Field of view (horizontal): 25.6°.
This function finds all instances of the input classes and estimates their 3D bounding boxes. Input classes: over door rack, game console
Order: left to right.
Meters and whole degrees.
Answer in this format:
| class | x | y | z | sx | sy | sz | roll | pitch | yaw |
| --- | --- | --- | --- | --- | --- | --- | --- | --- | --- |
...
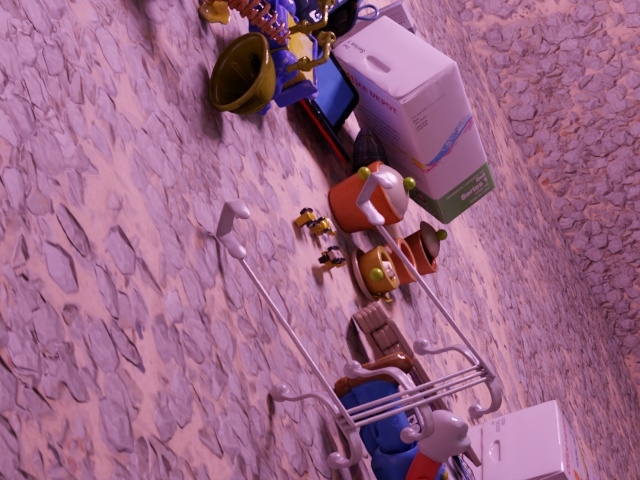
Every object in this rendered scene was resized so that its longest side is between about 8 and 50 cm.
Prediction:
| class | x | y | z | sx | sy | sz | roll | pitch | yaw |
| --- | --- | --- | --- | --- | --- | --- | --- | --- | --- |
| game console | 0.019 | -0.209 | 2.116 | 0.144 | 0.085 | 0.124 | 52 | 3 | -41 |
| over door rack | 0.038 | 0.092 | 1.629 | 0.239 | 0.108 | 0.324 | -14 | 68 | -38 |

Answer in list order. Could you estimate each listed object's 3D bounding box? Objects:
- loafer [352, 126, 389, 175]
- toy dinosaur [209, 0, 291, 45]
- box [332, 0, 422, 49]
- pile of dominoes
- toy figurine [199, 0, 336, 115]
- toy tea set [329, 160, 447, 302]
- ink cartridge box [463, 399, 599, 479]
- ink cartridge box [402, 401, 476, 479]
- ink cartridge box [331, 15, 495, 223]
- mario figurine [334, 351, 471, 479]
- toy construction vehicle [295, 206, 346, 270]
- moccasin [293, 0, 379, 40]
| class | x | y | z | sx | sy | sz | roll | pitch | yaw |
| --- | --- | --- | --- | --- | --- | --- | --- | --- | --- |
| loafer | 0.079 | -0.133 | 2.200 | 0.170 | 0.062 | 0.061 | 97 | -9 | -83 |
| toy dinosaur | -0.156 | -0.372 | 1.716 | 0.218 | 0.164 | 0.322 | -42 | 115 | -62 |
| box | 0.116 | -0.304 | 2.439 | 0.186 | 0.145 | 0.038 | 63 | 20 | -19 |
| pile of dominoes | 0.126 | 0.201 | 1.964 | 0.251 | 0.040 | 0.196 | 59 | -4 | -4 |
| toy figurine | -0.030 | -0.254 | 1.883 | 0.217 | 0.191 | 0.363 | 58 | 20 | -45 |
| toy tea set | 0.128 | -0.022 | 2.166 | 0.200 | 0.124 | 0.336 | 69 | 17 | 3 |
| ink cartridge box | 0.347 | 0.408 | 2.243 | 0.233 | 0.168 | 0.171 | 58 | 21 | -29 |
| ink cartridge box | 0.170 | 0.314 | 1.969 | 0.206 | 0.045 | 0.208 | 53 | 10 | -41 |
| ink cartridge box | 0.148 | -0.192 | 2.247 | 0.201 | 0.117 | 0.278 | 42 | -17 | 44 |
| mario figurine | 0.137 | 0.299 | 1.742 | 0.321 | 0.170 | 0.198 | 70 | 15 | 11 |
| toy construction vehicle | 0.000 | 0.000 | 1.920 | 0.086 | 0.035 | 0.098 | 60 | 13 | 10 |
| moccasin | 0.001 | -0.362 | 2.211 | 0.117 | 0.137 | 0.342 | 55 | 30 | 3 |
